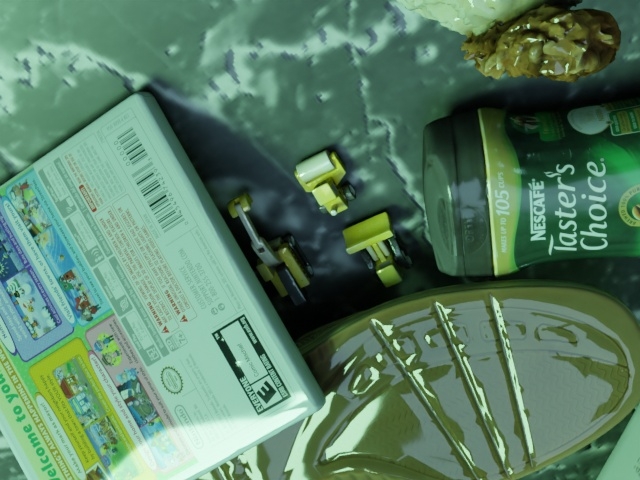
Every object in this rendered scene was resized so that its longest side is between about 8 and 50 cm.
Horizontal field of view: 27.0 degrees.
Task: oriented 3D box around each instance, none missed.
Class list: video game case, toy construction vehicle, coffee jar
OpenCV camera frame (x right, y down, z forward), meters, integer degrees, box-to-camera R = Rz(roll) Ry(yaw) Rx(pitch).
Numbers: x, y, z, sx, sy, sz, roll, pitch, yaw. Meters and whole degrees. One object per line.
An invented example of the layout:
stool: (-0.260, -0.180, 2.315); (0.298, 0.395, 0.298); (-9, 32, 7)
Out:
video game case: (-0.127, 0.050, 0.799); (0.193, 0.023, 0.212); (-32, 86, 19)
toy construction vehicle: (0.000, 0.000, 0.814); (0.086, 0.035, 0.098); (-22, 118, 14)
coffee jar: (0.151, -0.033, 0.764); (0.185, 0.079, 0.096); (-6, 121, 6)

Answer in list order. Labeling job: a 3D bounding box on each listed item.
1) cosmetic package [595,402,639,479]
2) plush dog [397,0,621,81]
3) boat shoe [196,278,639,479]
cosmetic package: (0.327, 0.276, 0.755); (0.327, 0.329, 0.393); (23, 104, -12)
plush dog: (0.096, -0.201, 0.620); (0.262, 0.211, 0.225); (54, 132, 19)
boat shoe: (0.033, 0.095, 0.830); (0.341, 0.110, 0.121); (-17, 98, 16)
